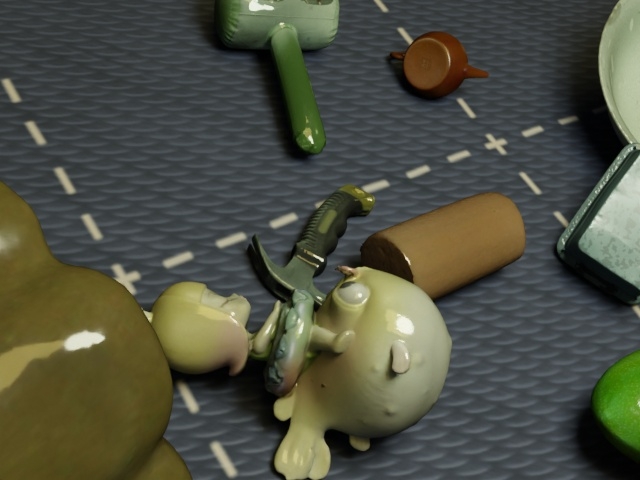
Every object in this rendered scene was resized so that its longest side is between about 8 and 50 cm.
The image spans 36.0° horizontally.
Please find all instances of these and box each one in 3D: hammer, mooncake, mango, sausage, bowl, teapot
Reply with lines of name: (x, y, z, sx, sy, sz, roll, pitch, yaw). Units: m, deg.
hammer: (0.000, 0.000, 1.404, 0.158, 0.041, 0.226, 33, 51, 3)
mooncake: (-0.341, 0.169, 0.894, 0.467, 0.467, 0.262, 41, 50, 12)
mango: (0.542, 0.241, 1.325, 0.382, 0.201, 0.225, 5, 59, -13)
hammer: (-0.048, -0.273, 1.554, 0.206, 0.119, 0.335, -3, 63, -22)
sausage: (0.187, 0.009, 1.413, 0.253, 0.123, 0.123, -22, 65, -32)
bowl: (0.657, -0.239, 1.696, 0.434, 0.196, 0.435, 1, 73, -4)
teapot: (0.198, -0.299, 1.668, 0.173, 0.116, 0.116, 19, 45, 29)

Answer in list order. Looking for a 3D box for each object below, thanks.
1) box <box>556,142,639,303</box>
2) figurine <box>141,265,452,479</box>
box: (0.483, -0.028, 1.497, 0.162, 0.130, 0.227, 35, 92, 7)
figurine: (-0.045, 0.150, 1.210, 0.394, 0.226, 0.275, 12, 80, -4)
